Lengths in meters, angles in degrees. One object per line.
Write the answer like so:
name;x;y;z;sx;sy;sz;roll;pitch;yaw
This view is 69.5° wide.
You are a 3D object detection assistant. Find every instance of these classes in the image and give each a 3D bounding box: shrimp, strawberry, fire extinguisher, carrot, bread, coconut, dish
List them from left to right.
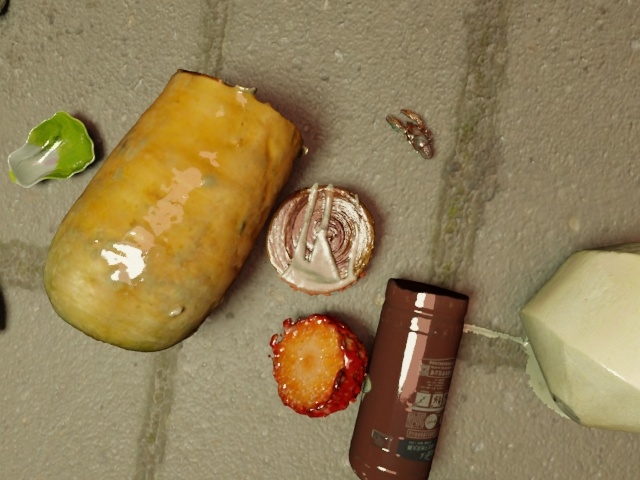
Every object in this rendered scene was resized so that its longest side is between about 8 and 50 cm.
dish;-0.403;-0.129;0.701;0.137;0.039;0.091;-29;94;4
carrot;-0.188;-0.034;0.598;0.224;0.224;0.340;28;87;3
strawberry;0.000;0.173;0.642;0.145;0.086;0.145;-15;68;39
bread;0.000;0.000;0.660;0.161;0.073;0.160;0;90;0
fire extinguisher;0.105;0.226;0.628;0.114;0.135;0.337;13;92;45
shrimp;0.136;-0.160;0.673;0.038;0.029;0.092;-44;84;3
coconut;0.367;0.124;0.565;0.241;0.241;0.241;0;90;3

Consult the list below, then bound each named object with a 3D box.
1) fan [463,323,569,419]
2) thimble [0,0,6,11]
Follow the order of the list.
fan;0.323;0.154;0.673;0.329;0.009;0.190;14;92;3
thimble;-0.526;-0.388;0.674;0.090;0.102;0.115;6;98;3
